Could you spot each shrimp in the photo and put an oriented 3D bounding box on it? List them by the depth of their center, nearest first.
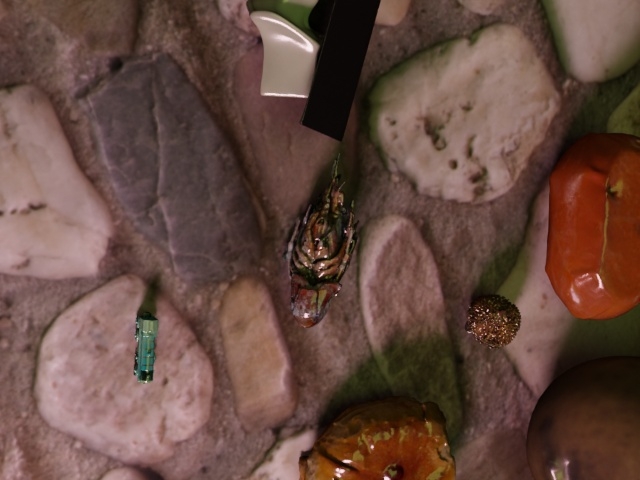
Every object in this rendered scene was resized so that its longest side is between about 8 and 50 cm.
[{"bbox_3d":[0.000,0.000,1.573,0.090,0.079,0.233,10,92,15],"label":"shrimp"}]

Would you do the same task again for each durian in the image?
[{"bbox_3d":[0.242,0.110,1.678,0.080,0.091,0.080,4,74,-15],"label":"durian"}]

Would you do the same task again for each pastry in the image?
[{"bbox_3d":[0.089,0.313,1.641,0.218,0.100,0.229,32,87,-23],"label":"pastry"}]

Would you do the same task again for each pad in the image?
[{"bbox_3d":[0.034,-0.252,1.515,0.006,0.170,0.246,17,93,17],"label":"pad"}]

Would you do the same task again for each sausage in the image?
[{"bbox_3d":[0.396,-0.017,1.690,0.153,0.141,0.268,1,98,-22],"label":"sausage"}]

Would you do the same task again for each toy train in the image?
[{"bbox_3d":[-0.218,0.137,1.520,0.029,0.045,0.092,2,95,-20],"label":"toy train"}]

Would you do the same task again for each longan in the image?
[{"bbox_3d":[0.443,0.309,1.674,0.318,0.319,0.319,-3,99,-21],"label":"longan"}]

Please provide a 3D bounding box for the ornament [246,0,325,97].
[{"bbox_3d":[-0.026,-0.313,1.482,0.120,0.130,0.285,15,91,-4],"label":"ornament"}]
